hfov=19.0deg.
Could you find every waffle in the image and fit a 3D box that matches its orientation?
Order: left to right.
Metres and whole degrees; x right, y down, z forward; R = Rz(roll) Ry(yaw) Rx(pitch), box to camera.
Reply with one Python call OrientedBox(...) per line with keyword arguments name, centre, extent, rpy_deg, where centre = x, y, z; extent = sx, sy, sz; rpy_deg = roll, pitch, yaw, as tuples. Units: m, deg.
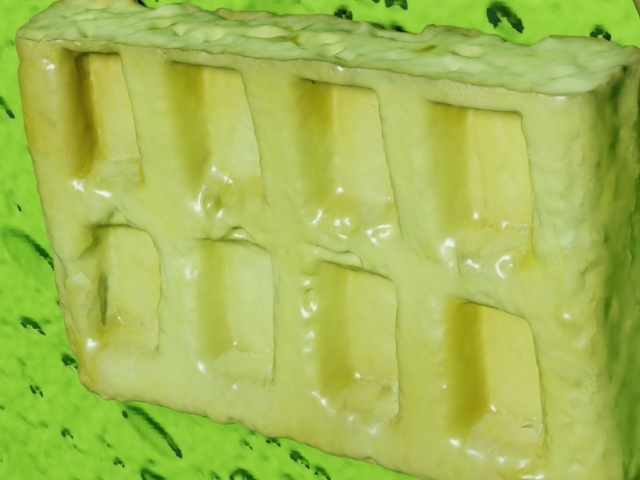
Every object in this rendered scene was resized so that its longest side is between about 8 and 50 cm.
OrientedBox(name="waffle", centre=(0.000, 0.000, 0.722), extent=(0.274, 0.057, 0.168), rpy_deg=(11, 117, 33))

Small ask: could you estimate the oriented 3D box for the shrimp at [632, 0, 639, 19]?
OrientedBox(name="shrimp", centre=(0.135, -0.111, 0.490), extent=(0.287, 0.063, 0.152), rpy_deg=(126, 131, -74))
